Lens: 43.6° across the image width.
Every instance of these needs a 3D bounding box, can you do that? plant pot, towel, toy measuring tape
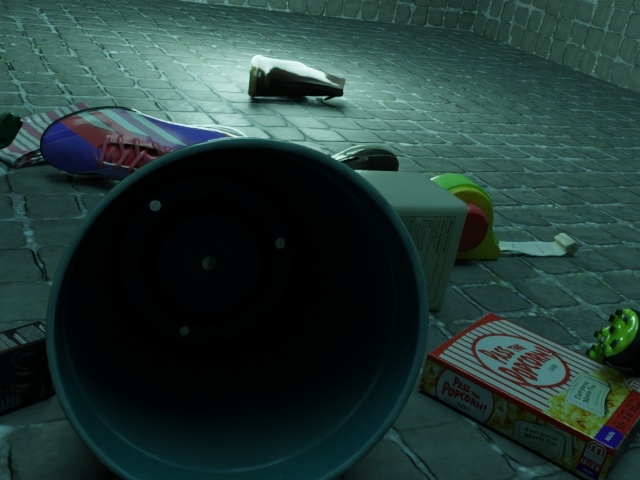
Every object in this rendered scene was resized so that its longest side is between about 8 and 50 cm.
[{"bbox_3d":[-0.080,0.042,0.682,0.271,0.272,0.255,4,9,-14],"label":"plant pot"},{"bbox_3d":[-0.425,-0.172,1.256,0.144,0.029,0.197,28,38,37],"label":"towel"},{"bbox_3d":[0.243,-0.035,1.158,0.330,0.121,0.121,1,25,-21],"label":"toy measuring tape"}]

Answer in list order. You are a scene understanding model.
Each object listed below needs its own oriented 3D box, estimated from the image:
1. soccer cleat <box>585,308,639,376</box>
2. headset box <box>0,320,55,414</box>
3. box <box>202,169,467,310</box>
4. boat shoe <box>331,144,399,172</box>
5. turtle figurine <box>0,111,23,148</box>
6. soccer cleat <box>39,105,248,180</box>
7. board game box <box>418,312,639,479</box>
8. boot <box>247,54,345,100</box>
[{"bbox_3d":[0.330,0.113,0.842,0.072,0.060,0.179,26,-7,15],"label":"soccer cleat"},{"bbox_3d":[-0.264,0.110,0.665,0.032,0.062,0.083,26,27,34],"label":"headset box"},{"bbox_3d":[0.000,0.000,0.933,0.311,0.148,0.121,1,24,-26],"label":"box"},{"bbox_3d":[0.037,-0.097,1.265,0.223,0.080,0.073,-10,36,-29],"label":"boat shoe"},{"bbox_3d":[-0.518,-0.204,1.078,0.234,0.118,0.175,40,48,23],"label":"turtle figurine"},{"bbox_3d":[-0.240,-0.122,1.166,0.318,0.109,0.116,4,28,-22],"label":"soccer cleat"},{"bbox_3d":[0.219,0.150,0.804,0.193,0.045,0.146,24,26,29],"label":"board game box"},{"bbox_3d":[-0.050,-0.362,1.813,0.206,0.090,0.248,10,19,4],"label":"boot"}]
